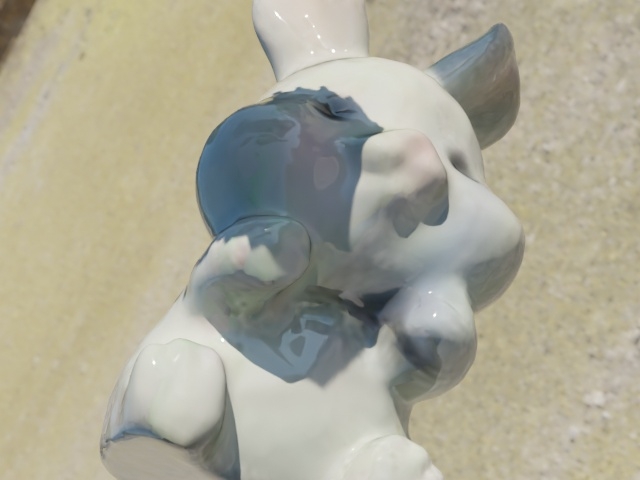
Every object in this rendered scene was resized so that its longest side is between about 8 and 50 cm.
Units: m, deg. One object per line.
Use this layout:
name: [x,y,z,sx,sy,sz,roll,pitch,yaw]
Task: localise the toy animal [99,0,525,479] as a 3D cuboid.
toy animal: [0.002,0.002,0.905,0.367,0.196,0.241,-69,15,-11]
